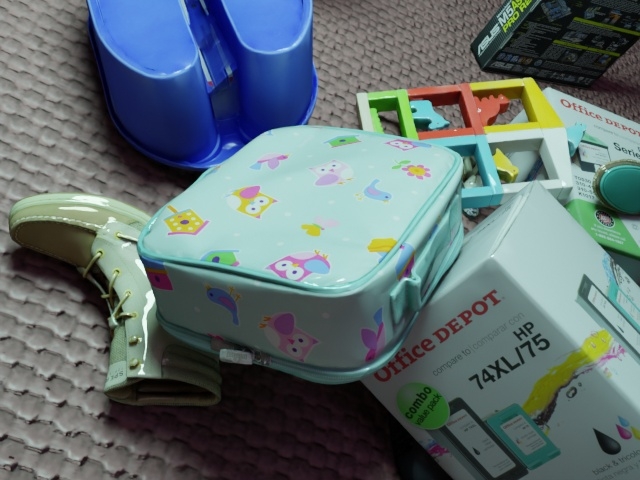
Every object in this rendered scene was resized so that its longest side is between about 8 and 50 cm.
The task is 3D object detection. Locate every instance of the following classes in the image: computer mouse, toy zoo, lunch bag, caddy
[{"bbox_3d":[0.103,0.145,0.740,0.071,0.041,0.242,11,52,-23],"label":"computer mouse"},{"bbox_3d":[0.204,-0.130,0.922,0.293,0.030,0.192,-6,58,-4],"label":"toy zoo"},{"bbox_3d":[0.000,0.000,0.597,0.224,0.108,0.279,13,36,23],"label":"lunch bag"},{"bbox_3d":[-0.139,-0.239,0.792,0.241,0.179,0.341,-15,64,-11],"label":"caddy"}]

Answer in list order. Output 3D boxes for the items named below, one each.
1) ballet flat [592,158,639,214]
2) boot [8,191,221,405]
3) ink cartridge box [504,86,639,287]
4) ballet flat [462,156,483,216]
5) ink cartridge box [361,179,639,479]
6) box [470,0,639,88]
[{"bbox_3d":[0.422,-0.070,0.914,0.206,0.073,0.067,13,26,-25],"label":"ballet flat"},{"bbox_3d":[-0.179,0.055,0.618,0.213,0.077,0.165,18,52,-24],"label":"boot"},{"bbox_3d":[0.389,-0.062,1.002,0.201,0.117,0.278,16,52,-19],"label":"ink cartridge box"},{"bbox_3d":[0.208,-0.087,0.970,0.041,0.041,0.114,16,51,-20],"label":"ballet flat"},{"bbox_3d":[0.209,0.123,0.675,0.270,0.198,0.197,46,35,1],"label":"ink cartridge box"},{"bbox_3d":[0.423,-0.365,1.176,0.270,0.216,0.060,1,57,-29],"label":"box"}]
